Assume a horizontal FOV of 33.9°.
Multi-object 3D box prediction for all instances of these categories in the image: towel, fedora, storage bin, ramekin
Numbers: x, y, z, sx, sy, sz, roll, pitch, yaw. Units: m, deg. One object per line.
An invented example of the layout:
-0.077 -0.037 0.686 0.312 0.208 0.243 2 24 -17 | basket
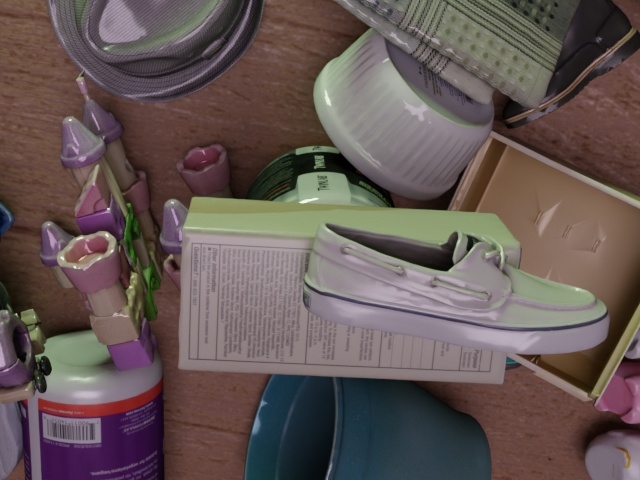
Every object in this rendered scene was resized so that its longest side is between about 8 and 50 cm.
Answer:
0.163 -0.339 1.193 0.324 0.056 0.312 29 71 -15 | towel
-0.196 -0.282 1.232 0.275 0.124 0.243 -30 105 7 | fedora
0.277 0.033 1.298 0.262 0.123 0.260 28 106 16 | storage bin
0.105 -0.160 1.218 0.207 0.207 0.109 36 127 -12 | ramekin

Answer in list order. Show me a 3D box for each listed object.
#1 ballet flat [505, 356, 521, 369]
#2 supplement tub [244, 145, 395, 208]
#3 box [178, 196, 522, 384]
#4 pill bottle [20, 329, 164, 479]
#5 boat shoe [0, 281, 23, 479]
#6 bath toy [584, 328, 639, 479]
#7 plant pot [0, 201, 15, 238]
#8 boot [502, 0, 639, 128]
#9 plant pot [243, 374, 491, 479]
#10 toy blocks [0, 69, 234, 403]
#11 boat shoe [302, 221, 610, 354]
0.172 0.142 1.412 0.203 0.074 0.074 15 106 -12 | ballet flat
0.000 0.000 1.227 0.194 0.316 0.193 -1 108 -2 | supplement tub
0.023 0.046 1.013 0.311 0.121 0.148 4 106 -4 | box
-0.296 0.292 1.381 0.182 0.181 0.322 2 108 -2 | pill bottle
-0.429 0.185 1.372 0.121 0.119 0.335 16 131 0 | boat shoe
0.449 0.184 1.405 0.129 0.151 0.348 -9 112 -36 | bath toy
-0.525 -0.014 1.261 0.236 0.212 0.236 -41 103 10 | plant pot
0.280 -0.242 1.295 0.198 0.077 0.137 -37 101 -4 | boot
0.070 0.288 1.363 0.255 0.271 0.271 15 107 -22 | plant pot
-0.262 -0.020 1.214 0.309 0.288 0.260 -14 123 5 | toy blocks
0.121 0.033 0.905 0.268 0.096 0.088 9 109 3 | boat shoe
